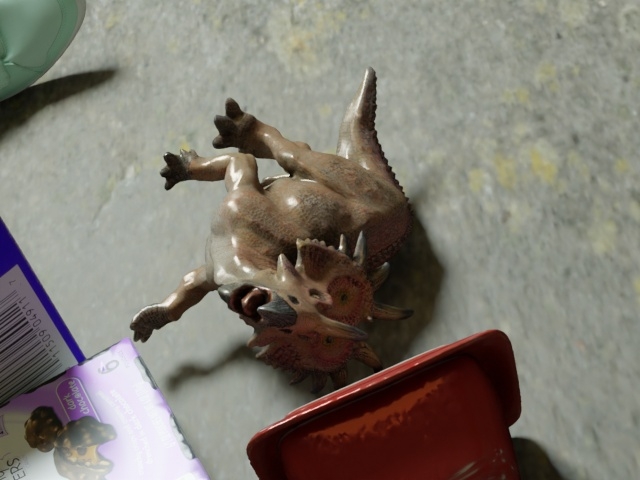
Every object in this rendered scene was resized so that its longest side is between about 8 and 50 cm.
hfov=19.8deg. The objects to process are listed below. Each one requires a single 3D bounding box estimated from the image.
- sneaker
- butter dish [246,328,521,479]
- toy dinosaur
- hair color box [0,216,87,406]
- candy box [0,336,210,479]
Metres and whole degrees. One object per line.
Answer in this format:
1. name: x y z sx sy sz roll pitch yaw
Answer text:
1. sneaker: -0.306 -0.134 1.511 0.256 0.094 0.151 -30 15 4
2. butter dish: 0.056 0.144 1.040 0.160 0.160 0.118 -23 62 -1
3. toy dinosaur: 0.000 0.000 1.235 0.200 0.127 0.295 17 41 29
4. hair color box: -0.303 0.008 1.308 0.110 0.185 0.339 -36 41 -15
5. candy box: -0.169 0.173 1.147 0.196 0.070 0.165 -28 40 -8
